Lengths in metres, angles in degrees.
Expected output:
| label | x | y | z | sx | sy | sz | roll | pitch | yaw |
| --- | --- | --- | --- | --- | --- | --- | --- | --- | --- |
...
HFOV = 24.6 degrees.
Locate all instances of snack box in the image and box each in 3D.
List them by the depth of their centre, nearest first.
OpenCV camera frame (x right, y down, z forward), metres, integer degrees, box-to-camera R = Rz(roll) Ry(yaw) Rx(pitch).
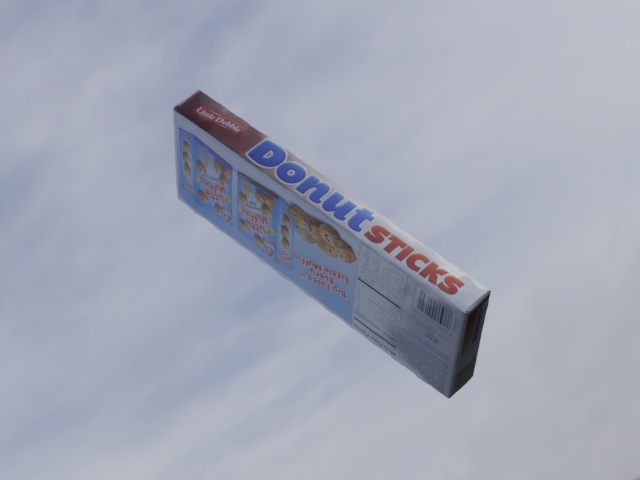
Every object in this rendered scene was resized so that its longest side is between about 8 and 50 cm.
| label | x | y | z | sx | sy | sz | roll | pitch | yaw |
| --- | --- | --- | --- | --- | --- | --- | --- | --- | --- |
| snack box | 0.000 | 0.000 | 0.681 | 0.022 | 0.178 | 0.064 | -39 | -29 | -30 |
